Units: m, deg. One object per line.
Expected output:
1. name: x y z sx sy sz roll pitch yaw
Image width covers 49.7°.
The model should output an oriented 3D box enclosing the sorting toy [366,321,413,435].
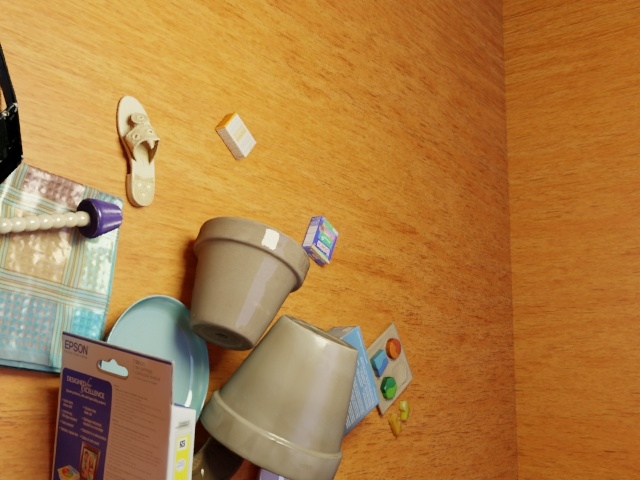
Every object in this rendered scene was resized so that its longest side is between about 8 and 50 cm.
1. sorting toy: 0.233 0.441 2.173 0.229 0.041 0.307 -40 115 -48

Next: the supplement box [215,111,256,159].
1. supplement box: -0.210 -0.259 1.713 0.098 0.036 0.062 57 44 -30

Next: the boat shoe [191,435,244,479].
1. boat shoe: -0.286 0.517 1.412 0.123 0.123 0.342 50 32 -1

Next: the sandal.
1. sandal: -0.367 -0.194 1.461 0.088 0.079 0.240 -1 85 -53

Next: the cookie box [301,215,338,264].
1. cookie box: 0.000 0.000 1.942 0.092 0.040 0.107 46 51 -39

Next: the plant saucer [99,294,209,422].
1. plant saucer: -0.343 0.272 1.416 0.317 0.043 0.318 21 65 -58

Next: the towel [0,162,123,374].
1. towel: -0.499 0.059 1.280 0.271 0.040 0.370 23 66 -50

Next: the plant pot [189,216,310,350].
1. plant pot: -0.176 0.110 1.512 0.263 0.263 0.229 43 53 -40

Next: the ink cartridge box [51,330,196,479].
1. ink cartridge box: -0.341 0.328 1.183 0.072 0.303 0.307 6 91 -54

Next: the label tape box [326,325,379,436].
1. label tape box: 0.006 0.402 1.828 0.333 0.105 0.241 -28 106 -49

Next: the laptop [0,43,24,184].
1. laptop: -0.559 -0.184 1.108 0.136 0.234 0.264 37 66 -7

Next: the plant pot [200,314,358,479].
1. plant pot: -0.059 0.326 1.506 0.323 0.323 0.281 27 88 -48

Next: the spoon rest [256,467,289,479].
1. spoon rest: -0.077 0.643 1.698 0.137 0.084 0.277 -39 116 -48

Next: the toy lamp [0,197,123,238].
1. toy lamp: -0.481 -0.035 1.235 0.274 0.080 0.080 -6 89 -51
